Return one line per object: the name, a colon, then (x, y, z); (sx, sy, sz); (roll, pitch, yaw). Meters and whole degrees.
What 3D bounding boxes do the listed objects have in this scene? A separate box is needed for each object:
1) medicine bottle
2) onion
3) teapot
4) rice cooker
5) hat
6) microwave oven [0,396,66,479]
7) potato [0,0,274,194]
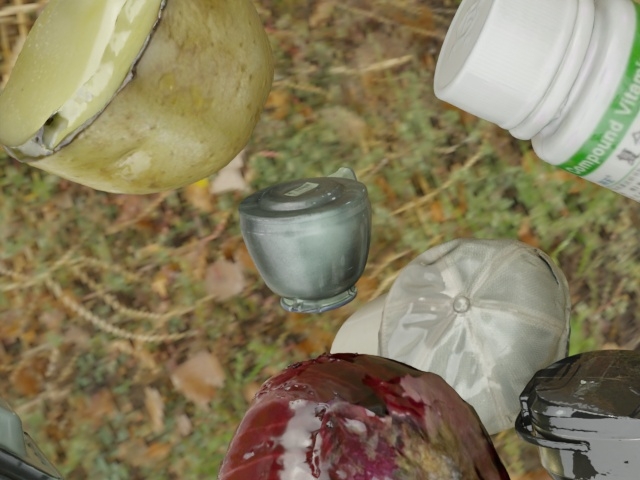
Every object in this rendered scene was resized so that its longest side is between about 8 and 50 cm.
medicine bottle: (0.214, -0.114, 1.166); (0.236, 0.139, 0.139); (24, 118, -11)
onion: (0.024, 0.205, 1.125); (0.219, 0.252, 0.252); (-22, 90, 53)
teapot: (-0.010, 0.002, 1.322); (0.111, 0.149, 0.108); (-9, 108, -3)
rice cooker: (0.250, 0.155, 1.318); (0.165, 0.112, 0.106); (-8, 114, 37)
hat: (0.109, 0.090, 1.490); (0.275, 0.161, 0.232); (-10, 53, 50)
microwave oven: (-0.264, 0.126, 0.819); (0.208, 0.122, 0.162); (32, 85, -22)
potato: (-0.160, -0.162, 1.521); (0.242, 0.242, 0.286); (8, 67, 29)
